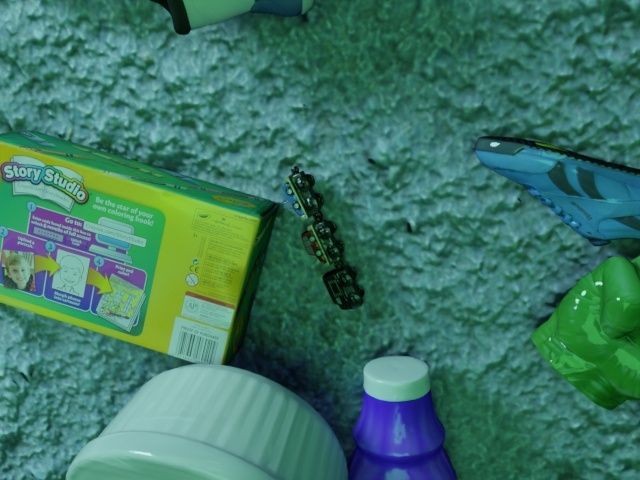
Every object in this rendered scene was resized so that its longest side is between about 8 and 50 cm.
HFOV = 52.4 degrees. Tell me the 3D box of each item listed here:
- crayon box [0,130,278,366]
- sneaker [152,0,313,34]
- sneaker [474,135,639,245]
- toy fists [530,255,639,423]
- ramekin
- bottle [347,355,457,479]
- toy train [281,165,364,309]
[{"bbox_3d":[-0.200,0.006,0.659,0.278,0.081,0.166,17,105,3],"label":"crayon box"},{"bbox_3d":[-0.146,-0.308,0.527,0.182,0.127,0.316,-26,101,-8],"label":"sneaker"},{"bbox_3d":[0.237,-0.038,0.597,0.209,0.069,0.082,18,109,3],"label":"sneaker"},{"bbox_3d":[0.340,0.125,0.602,0.279,0.096,0.142,38,106,-7],"label":"toy fists"},{"bbox_3d":[-0.097,0.239,0.638,0.272,0.127,0.273,11,131,13],"label":"ramekin"},{"bbox_3d":[0.083,0.263,0.678,0.118,0.092,0.283,-3,103,5],"label":"bottle"},{"bbox_3d":[0.000,0.000,0.660,0.036,0.027,0.158,-20,101,23],"label":"toy train"}]
